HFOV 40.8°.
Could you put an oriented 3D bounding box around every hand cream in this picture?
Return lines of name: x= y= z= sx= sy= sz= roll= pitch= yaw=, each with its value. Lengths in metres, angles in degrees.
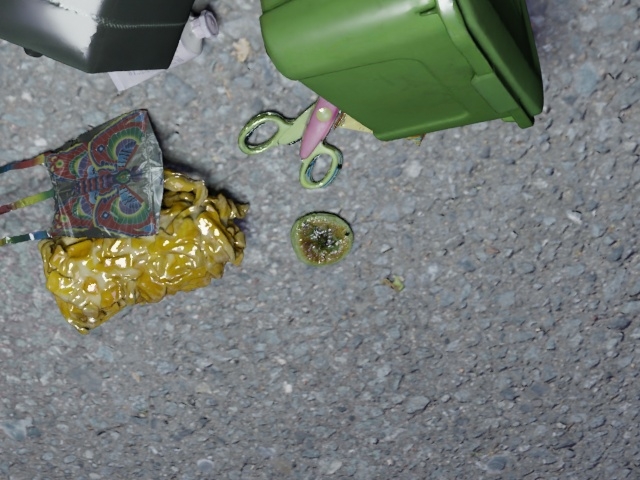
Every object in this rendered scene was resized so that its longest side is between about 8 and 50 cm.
hand cream: x=-0.176 y=-0.213 z=0.916 sx=0.142 sy=0.053 sz=0.084 roll=-10 pitch=126 yaw=23

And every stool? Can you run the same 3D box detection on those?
stool: x=-0.223 y=-0.250 z=0.772 sx=0.232 sy=0.232 sz=0.141 roll=18 pitch=114 yaw=-15

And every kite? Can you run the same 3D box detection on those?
kite: x=-0.311 y=-0.054 z=0.984 sx=0.286 sy=0.152 sz=0.015 roll=-11 pitch=164 yaw=10

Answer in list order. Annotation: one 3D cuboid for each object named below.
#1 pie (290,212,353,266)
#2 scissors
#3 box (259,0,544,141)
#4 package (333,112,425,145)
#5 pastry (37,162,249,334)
pie: x=0.001 y=-0.001 z=1.084 sx=0.084 sy=0.021 sz=0.084 roll=-2 pitch=126 yaw=-2
scissors: x=0.004 y=-0.145 z=0.983 sx=0.134 sy=0.020 sz=0.187 roll=27 pitch=119 yaw=-28
box: x=0.068 y=-0.222 z=0.741 sx=0.178 sy=0.252 sz=0.329 roll=-16 pitch=166 yaw=23
package: x=0.085 y=-0.160 z=0.961 sx=0.121 sy=0.031 sz=0.108 roll=7 pitch=126 yaw=-23
pastry: x=-0.207 y=0.002 z=1.018 sx=0.250 sy=0.102 sz=0.154 roll=-24 pitch=91 yaw=5
